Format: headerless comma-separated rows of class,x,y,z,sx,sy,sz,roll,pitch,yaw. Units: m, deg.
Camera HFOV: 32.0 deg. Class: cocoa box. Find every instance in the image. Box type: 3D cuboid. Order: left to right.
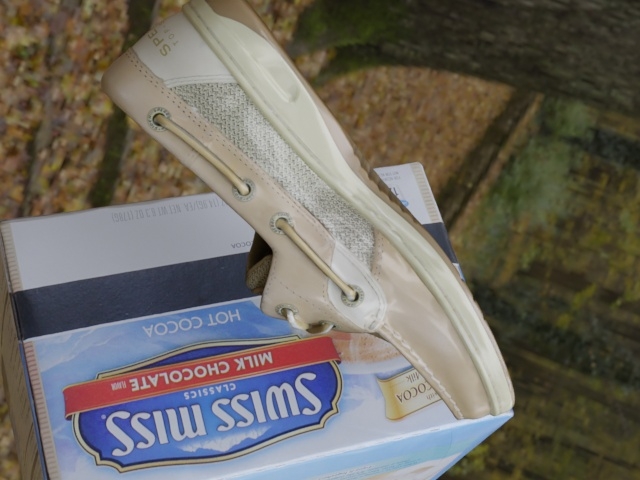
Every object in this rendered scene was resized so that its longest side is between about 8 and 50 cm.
cocoa box,-0.069,0.108,0.897,0.231,0.347,0.228,117,-41,-59

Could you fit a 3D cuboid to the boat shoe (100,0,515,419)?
boat shoe,0.000,0.000,0.633,0.098,0.302,0.109,-38,-160,1
